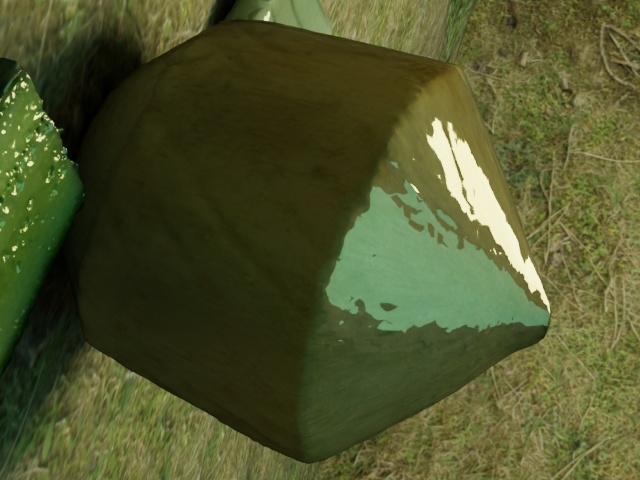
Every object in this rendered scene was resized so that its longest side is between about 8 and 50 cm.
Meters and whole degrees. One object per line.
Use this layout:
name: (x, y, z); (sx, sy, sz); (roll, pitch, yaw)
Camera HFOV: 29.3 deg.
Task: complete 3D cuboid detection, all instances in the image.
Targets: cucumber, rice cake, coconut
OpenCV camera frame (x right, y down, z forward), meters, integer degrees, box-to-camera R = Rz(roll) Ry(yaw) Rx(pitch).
cucumber: (-0.196, 0.040, 0.581); (0.115, 0.063, 0.243); (65, 42, -63)
rice cake: (-0.037, -0.186, 1.091); (0.237, 0.043, 0.127); (61, 46, -74)
coconut: (0.000, 0.000, 0.820); (0.329, 0.329, 0.328); (16, 90, -79)
